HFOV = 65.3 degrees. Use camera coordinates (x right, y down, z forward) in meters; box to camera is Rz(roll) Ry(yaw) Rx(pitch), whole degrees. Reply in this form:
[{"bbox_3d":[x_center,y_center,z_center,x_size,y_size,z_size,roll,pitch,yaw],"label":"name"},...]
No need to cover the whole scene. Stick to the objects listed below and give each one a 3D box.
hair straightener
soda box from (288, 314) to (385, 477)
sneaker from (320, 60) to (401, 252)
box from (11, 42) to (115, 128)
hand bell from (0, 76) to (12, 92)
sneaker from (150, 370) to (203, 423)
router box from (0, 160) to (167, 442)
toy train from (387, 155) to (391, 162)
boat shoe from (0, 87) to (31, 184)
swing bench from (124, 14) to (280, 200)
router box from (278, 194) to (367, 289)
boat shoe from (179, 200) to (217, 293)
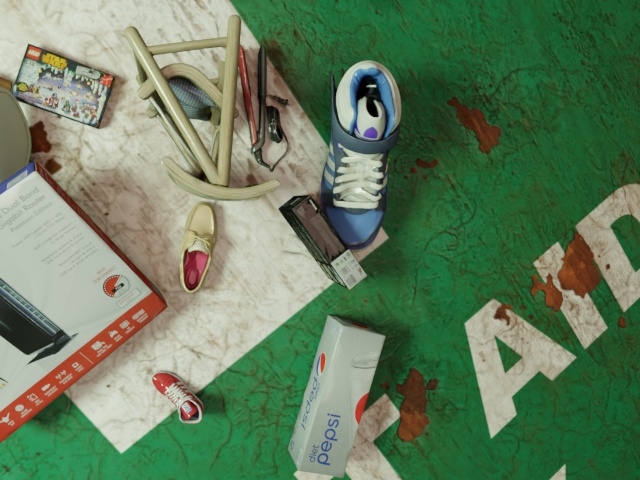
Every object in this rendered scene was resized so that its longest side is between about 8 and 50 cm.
[{"bbox_3d":[-0.095,-0.243,0.921,0.089,0.047,0.231,-9,97,-15],"label":"hair straightener"},{"bbox_3d":[0.030,0.299,0.973,0.098,0.091,0.286,17,89,-17],"label":"soda box"},{"bbox_3d":[0.065,-0.142,0.865,0.130,0.236,0.323,6,88,3],"label":"sneaker"},{"bbox_3d":[-0.427,-0.255,0.834,0.137,0.027,0.094,18,88,-16],"label":"box"},{"bbox_3d":[-0.609,-0.256,0.755,0.242,0.126,0.126,5,92,-28],"label":"hand bell"},{"bbox_3d":[-0.256,0.284,0.901,0.118,0.067,0.042,44,81,-14],"label":"sneaker"},{"bbox_3d":[-0.468,0.100,0.765,0.335,0.082,0.301,-40,124,-11],"label":"router box"},{"bbox_3d":[0.103,-0.159,1.002,0.083,0.017,0.024,-16,88,-15],"label":"toy train"},{"bbox_3d":[-0.509,-0.108,0.786,0.079,0.095,0.255,4,107,14],"label":"boat shoe"},{"bbox_3d":[-0.188,-0.177,0.792,0.165,0.253,0.255,-14,97,-15],"label":"swing bench"},{"bbox_3d":[0.000,0.000,0.921,0.046,0.133,0.179,-38,103,-10],"label":"router box"},{"bbox_3d":[-0.218,0.014,0.897,0.063,0.059,0.170,7,92,-17],"label":"boat shoe"}]
